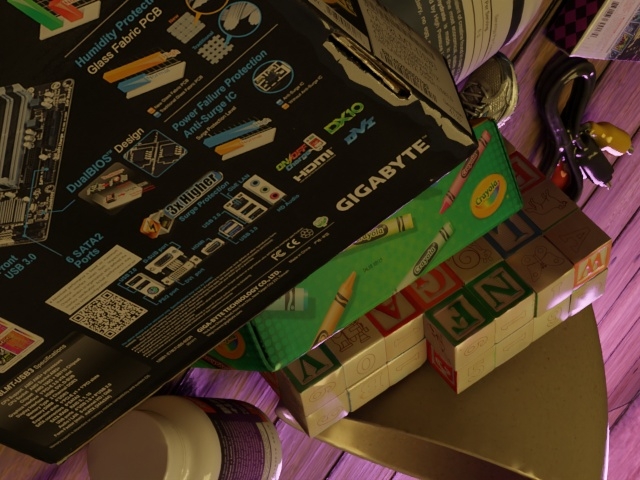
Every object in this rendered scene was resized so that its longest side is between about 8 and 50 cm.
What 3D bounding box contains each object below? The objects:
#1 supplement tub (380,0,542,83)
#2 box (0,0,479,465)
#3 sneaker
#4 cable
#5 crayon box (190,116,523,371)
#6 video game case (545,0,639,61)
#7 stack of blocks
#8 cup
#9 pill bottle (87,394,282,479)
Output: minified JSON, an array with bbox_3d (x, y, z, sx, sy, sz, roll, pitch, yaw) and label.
[{"bbox_3d":[0.008,-0.154,0.763,0.272,0.191,0.191,-39,155,-22],"label":"supplement tub"},{"bbox_3d":[-0.132,-0.043,0.576,0.295,0.073,0.293,-37,132,23],"label":"box"},{"bbox_3d":[0.136,-0.113,1.238,0.058,0.052,0.135,-14,137,-43],"label":"sneaker"},{"bbox_3d":[0.266,-0.118,1.490,0.139,0.072,0.287,-34,146,8],"label":"cable"},{"bbox_3d":[0.000,0.000,1.012,0.278,0.165,0.081,-31,106,-36],"label":"crayon box"},{"bbox_3d":[0.339,-0.285,1.337,0.210,0.042,0.232,-9,135,-56],"label":"video game case"},{"bbox_3d":[0.084,0.044,1.171,0.297,0.171,0.087,-31,148,-15],"label":"stack of blocks"},{"bbox_3d":[0.146,0.113,1.334,0.331,0.331,0.237,52,54,-67],"label":"cup"},{"bbox_3d":[-0.119,0.190,1.176,0.108,0.108,0.193,-52,157,8],"label":"pill bottle"}]
